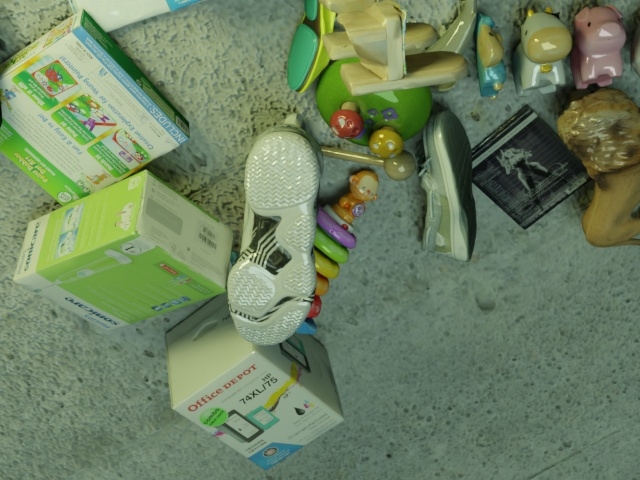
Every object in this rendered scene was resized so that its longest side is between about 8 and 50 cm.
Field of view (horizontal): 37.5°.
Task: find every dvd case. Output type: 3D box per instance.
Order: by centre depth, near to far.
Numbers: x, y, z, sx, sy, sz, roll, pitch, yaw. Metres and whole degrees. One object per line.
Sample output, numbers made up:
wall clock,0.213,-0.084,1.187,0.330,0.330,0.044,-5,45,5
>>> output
dvd case,0.369,-0.126,1.689,0.164,0.018,0.221,-40,127,20

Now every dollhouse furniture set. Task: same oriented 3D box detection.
dollhouse furniture set,0.112,-0.420,1.124,0.256,0.394,0.362,-9,119,-6

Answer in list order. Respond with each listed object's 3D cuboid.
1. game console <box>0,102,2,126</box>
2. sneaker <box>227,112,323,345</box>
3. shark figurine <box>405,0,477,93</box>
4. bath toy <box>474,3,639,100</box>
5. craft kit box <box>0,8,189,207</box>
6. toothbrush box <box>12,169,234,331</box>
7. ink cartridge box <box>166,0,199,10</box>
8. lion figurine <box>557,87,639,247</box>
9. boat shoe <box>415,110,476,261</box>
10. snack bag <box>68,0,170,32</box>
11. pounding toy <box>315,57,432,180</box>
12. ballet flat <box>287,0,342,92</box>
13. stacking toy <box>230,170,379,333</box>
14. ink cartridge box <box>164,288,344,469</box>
game console,-0.513,-0.309,1.267,0.213,0.044,0.361,-2,116,-11
sneaker,-0.062,-0.024,1.514,0.137,0.210,0.366,8,115,0
shark figurine,0.194,-0.293,1.451,0.166,0.116,0.278,20,123,-29
bath toy,0.417,-0.312,1.487,0.348,0.129,0.151,-6,174,-6
craft kit box,-0.370,-0.187,1.424,0.246,0.061,0.250,-29,130,15
toothbrush box,-0.313,0.026,1.510,0.283,0.122,0.206,-21,140,32
ink cartridge box,-0.170,-0.425,1.223,0.148,0.086,0.203,-20,132,3
lion figurine,0.527,-0.096,1.657,0.240,0.142,0.392,-19,123,-17
boat shoe,0.206,-0.086,1.623,0.103,0.118,0.320,4,141,19
snack bag,-0.223,-0.455,1.266,0.342,0.037,0.323,-17,131,1
pounding toy,0.074,-0.168,1.462,0.182,0.110,0.237,10,142,4
ballet flat,0.006,-0.325,1.407,0.077,0.077,0.231,-8,130,-25
stacking toy,0.000,0.000,1.640,0.175,0.166,0.302,37,98,-30
ink cartridge box,-0.126,0.254,1.763,0.198,0.197,0.270,-36,127,16
